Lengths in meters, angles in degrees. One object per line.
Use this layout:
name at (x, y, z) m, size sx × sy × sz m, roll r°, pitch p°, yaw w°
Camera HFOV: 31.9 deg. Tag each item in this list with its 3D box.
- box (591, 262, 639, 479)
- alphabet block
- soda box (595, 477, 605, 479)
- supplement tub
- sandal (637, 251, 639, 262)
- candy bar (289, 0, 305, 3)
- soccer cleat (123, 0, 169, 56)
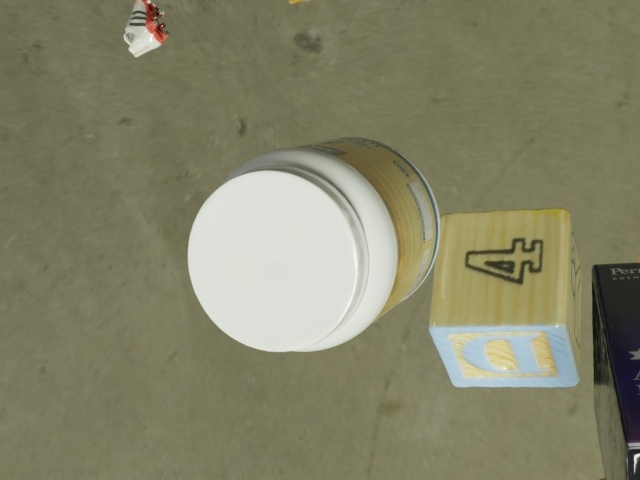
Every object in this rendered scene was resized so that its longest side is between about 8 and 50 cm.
box at (0.230, 0.097, 0.605) m, size 0.153 × 0.207 × 0.108 m, roll -4°, pitch 113°, yaw 9°
alphabet block at (0.275, 0.086, 1.631) m, size 0.193 × 0.192 × 0.197 m, roll -2°, pitch 56°, yaw 18°
soda box at (0.380, 0.343, 1.285) m, size 0.058 × 0.061 × 0.181 m, roll -27°, pitch 119°, yaw 32°
supplement tub at (0.000, 0.000, 0.826) m, size 0.144 × 0.199 × 0.144 m, roll 3°, pitch 99°, yaw 19°
sandal at (0.505, 0.082, 1.713) m, size 0.076 × 0.265 × 0.102 m, roll -20°, pitch 98°, yaw 6°
candy bar at (-0.048, -0.294, 1.096) m, size 0.040 × 0.018 × 0.161 m, roll -16°, pitch 63°, yaw -28°
soccer cleat at (-0.145, -0.176, 0.907) m, size 0.035 × 0.083 × 0.029 m, roll -35°, pitch 127°, yaw 9°
